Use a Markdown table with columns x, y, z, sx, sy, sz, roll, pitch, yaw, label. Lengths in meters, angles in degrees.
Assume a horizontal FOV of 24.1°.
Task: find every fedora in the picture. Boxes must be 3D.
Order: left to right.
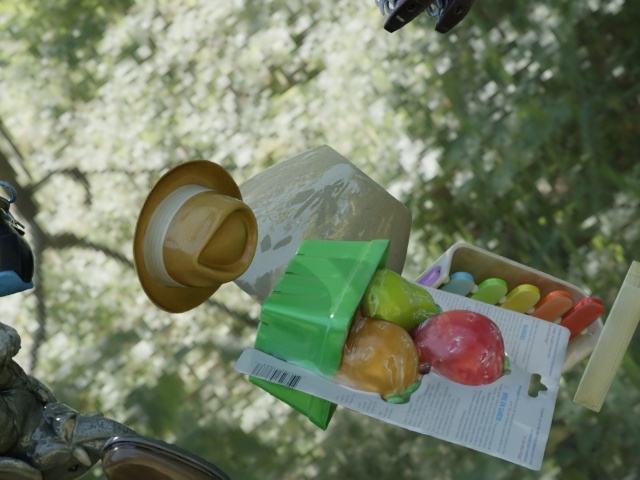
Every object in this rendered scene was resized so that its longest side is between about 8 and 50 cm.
| x | y | z | sx | sy | sz | roll | pitch | yaw | label |
| --- | --- | --- | --- | --- | --- | --- | --- | --- | --- |
| -0.131 | -0.001 | 1.738 | 0.079 | 0.194 | 0.194 | 10 | 36 | 37 | fedora |

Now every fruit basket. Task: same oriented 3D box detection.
| x | y | z | sx | sy | sz | roll | pitch | yaw | label |
| --- | --- | --- | --- | --- | --- | --- | --- | --- | --- |
| 0.104 | 0.138 | 1.758 | 0.327 | 0.353 | 0.165 | -61 | -9 | -61 | fruit basket |

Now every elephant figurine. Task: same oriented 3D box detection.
| x | y | z | sx | sy | sz | roll | pitch | yaw | label |
| --- | --- | --- | --- | --- | --- | --- | --- | --- | --- |
| -0.320 | 0.213 | 1.627 | 0.169 | 0.239 | 0.186 | -51 | 30 | -10 | elephant figurine |

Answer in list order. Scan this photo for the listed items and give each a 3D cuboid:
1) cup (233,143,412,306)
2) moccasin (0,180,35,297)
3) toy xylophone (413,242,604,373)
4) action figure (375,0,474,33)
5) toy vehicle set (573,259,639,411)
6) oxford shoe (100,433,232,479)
| x | y | z | sx | sy | sz | roll | pitch | yaw | label |
| --- | --- | --- | --- | --- | --- | --- | --- | --- | --- |
| 0.000 | 0.000 | 2.222 | 0.237 | 0.331 | 0.331 | -51 | 5 | 2 | cup |
| -0.407 | -0.015 | 1.815 | 0.137 | 0.117 | 0.342 | -14 | 13 | -26 | moccasin |
| 0.253 | 0.113 | 2.214 | 0.236 | 0.322 | 0.081 | 125 | 152 | -45 | toy xylophone |
| 0.077 | -0.374 | 1.880 | 0.185 | 0.285 | 0.099 | 11 | -54 | -41 | action figure |
| 0.391 | 0.121 | 1.977 | 0.166 | 0.035 | 0.267 | -68 | -11 | 10 | toy vehicle set |
| -0.105 | 0.256 | 1.288 | 0.083 | 0.227 | 0.096 | -40 | 11 | 35 | oxford shoe |
